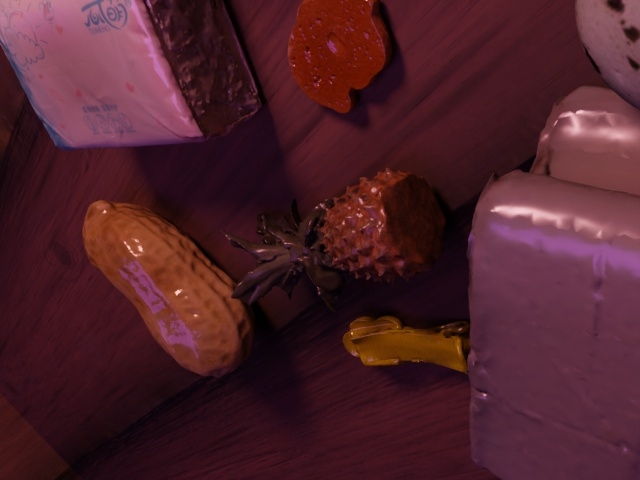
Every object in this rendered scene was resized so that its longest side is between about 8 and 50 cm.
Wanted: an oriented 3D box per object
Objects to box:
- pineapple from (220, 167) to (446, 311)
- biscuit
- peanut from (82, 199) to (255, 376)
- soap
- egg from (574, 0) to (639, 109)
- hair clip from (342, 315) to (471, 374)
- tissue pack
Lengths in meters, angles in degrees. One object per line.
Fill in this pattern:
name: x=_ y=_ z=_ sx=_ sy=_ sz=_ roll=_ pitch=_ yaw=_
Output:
pineapple: x=0.000 y=0.000 z=0.758 sx=0.130 sy=0.119 sz=0.277 roll=41 pitch=146 yaw=-24
biscuit: x=0.017 y=-0.183 z=0.661 sx=0.102 sy=0.019 sz=0.130 roll=41 pitch=140 yaw=6
peanut: x=-0.213 y=0.059 z=0.971 sx=0.305 sy=0.147 sz=0.147 roll=47 pitch=140 yaw=0
soap: x=0.338 y=0.105 z=0.486 sx=0.435 sy=0.213 sz=0.350 roll=18 pitch=134 yaw=29
egg: x=0.235 y=-0.135 z=0.427 sx=0.164 sy=0.131 sz=0.131 roll=50 pitch=141 yaw=10
hair clip: x=0.099 y=0.119 z=0.822 sx=0.173 sy=0.046 sz=0.072 roll=-7 pitch=115 yaw=42
tissue pack: x=-0.220 y=-0.203 z=0.768 sx=0.271 sy=0.124 sz=0.201 roll=3 pitch=128 yaw=38
